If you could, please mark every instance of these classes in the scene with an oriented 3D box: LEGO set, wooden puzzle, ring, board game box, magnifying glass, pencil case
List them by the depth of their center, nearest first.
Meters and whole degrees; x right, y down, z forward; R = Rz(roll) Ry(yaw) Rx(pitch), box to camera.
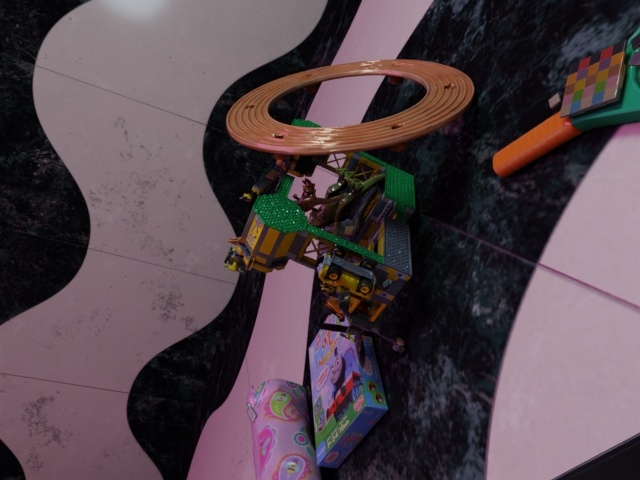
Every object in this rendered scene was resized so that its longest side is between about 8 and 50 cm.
[{"bbox_3d":[0.223,-0.130,0.350,0.083,0.006,0.049,175,111,-71],"label":"wooden puzzle"},{"bbox_3d":[0.235,-0.114,0.355,0.231,0.026,0.092,144,140,-60],"label":"magnifying glass"},{"bbox_3d":[0.036,-0.189,0.598,0.337,0.336,0.032,-100,0,-54],"label":"ring"},{"bbox_3d":[0.000,0.000,0.607,0.331,0.254,0.192,-89,23,-50],"label":"LEGO set"},{"bbox_3d":[0.032,0.205,0.661,0.212,0.039,0.160,-97,28,-53],"label":"board game box"},{"bbox_3d":[-0.060,0.348,0.684,0.284,0.124,0.124,-116,45,-64],"label":"pencil case"}]

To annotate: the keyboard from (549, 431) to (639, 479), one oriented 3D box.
[{"bbox_3d":[0.174,0.268,0.180,0.201,0.033,0.317,-54,24,32],"label":"keyboard"}]
